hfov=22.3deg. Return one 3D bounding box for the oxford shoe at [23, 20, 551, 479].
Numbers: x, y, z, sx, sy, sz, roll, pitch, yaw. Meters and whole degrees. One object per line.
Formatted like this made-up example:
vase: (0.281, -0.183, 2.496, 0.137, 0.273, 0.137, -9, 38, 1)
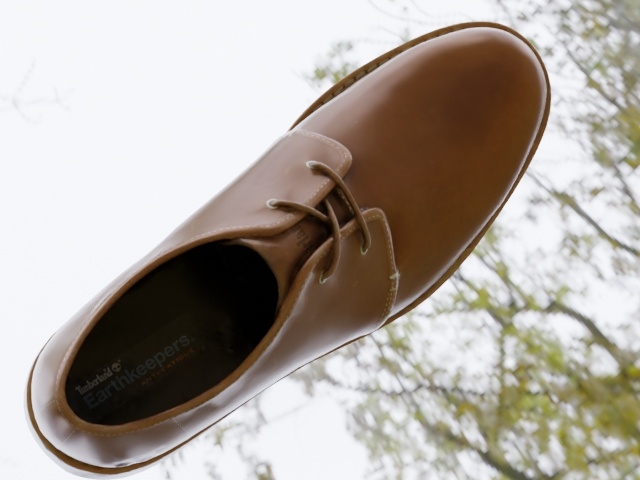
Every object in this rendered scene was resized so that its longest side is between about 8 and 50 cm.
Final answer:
oxford shoe: (0.000, 0.000, 0.513, 0.212, 0.076, 0.076, -41, -91, -15)
